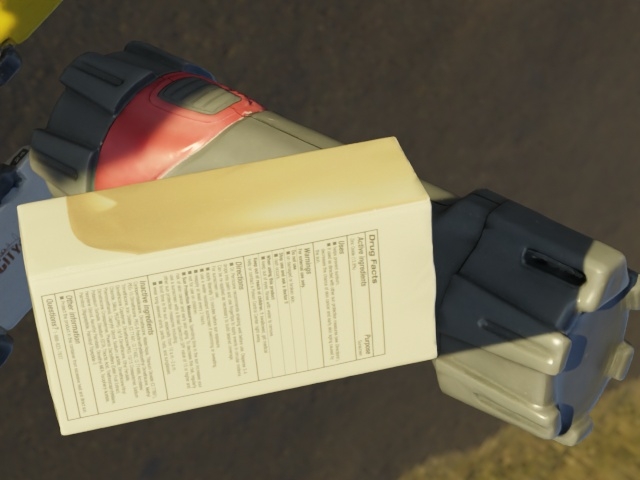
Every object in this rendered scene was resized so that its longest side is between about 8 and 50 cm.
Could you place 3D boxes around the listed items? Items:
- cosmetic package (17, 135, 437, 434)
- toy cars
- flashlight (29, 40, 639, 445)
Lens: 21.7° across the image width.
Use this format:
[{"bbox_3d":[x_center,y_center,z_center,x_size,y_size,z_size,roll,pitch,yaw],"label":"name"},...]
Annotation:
[{"bbox_3d":[-0.026,0.012,0.487,0.115,0.041,0.060,-10,125,-10],"label":"cosmetic package"},{"bbox_3d":[-0.242,-0.086,1.218,0.176,0.087,0.393,0,99,-25],"label":"toy cars"},{"bbox_3d":[0.000,0.000,0.776,0.103,0.304,0.103,-61,149,-2],"label":"flashlight"}]
